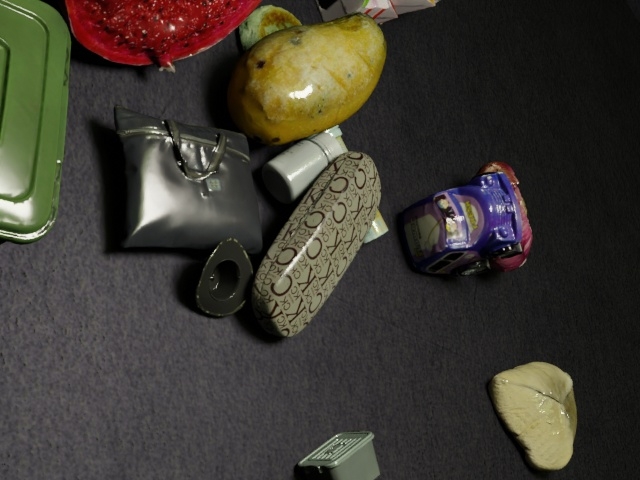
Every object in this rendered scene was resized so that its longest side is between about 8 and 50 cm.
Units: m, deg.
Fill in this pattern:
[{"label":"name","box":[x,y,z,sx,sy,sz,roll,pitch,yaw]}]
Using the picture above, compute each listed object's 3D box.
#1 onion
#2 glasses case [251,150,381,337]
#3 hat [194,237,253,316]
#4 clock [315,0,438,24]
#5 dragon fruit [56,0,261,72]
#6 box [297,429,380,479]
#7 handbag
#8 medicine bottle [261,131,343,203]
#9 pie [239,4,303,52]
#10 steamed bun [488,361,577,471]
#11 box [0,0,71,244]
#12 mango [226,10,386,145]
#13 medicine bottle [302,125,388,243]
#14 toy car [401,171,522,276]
[{"label":"onion","box":[0.346,-0.042,1.754,0.230,0.163,0.230,-13,90,-89]},{"label":"glasses case","box":[0.000,0.000,1.377,0.355,0.085,0.137,-57,144,-32]},{"label":"hat","box":[-0.152,0.052,1.264,0.121,0.050,0.121,-21,119,-43]},{"label":"clock","box":[0.123,-0.564,1.767,0.309,0.166,0.235,-13,81,-40]},{"label":"dragon fruit","box":[-0.239,-0.454,1.228,0.386,0.371,0.249,-16,60,-38]},{"label":"box","box":[0.033,0.347,1.298,0.122,0.084,0.069,-24,96,-47]},{"label":"handbag","box":[-0.196,-0.084,1.270,0.254,0.088,0.211,5,74,-45]},{"label":"medicine bottle","box":[-0.028,-0.125,1.436,0.130,0.080,0.080,-36,98,-28]},{"label":"pie","box":[-0.069,-0.345,1.555,0.186,0.041,0.187,22,56,-38]},{"label":"steamed bun","box":[0.457,0.348,1.701,0.231,0.110,0.213,-7,76,-44]},{"label":"box","box":[-0.444,-0.148,0.992,0.252,0.177,0.329,18,61,-37]},{"label":"mango","box":[-0.015,-0.275,1.449,0.329,0.175,0.177,-27,123,-36]},{"label":"medicine bottle","box":[0.046,-0.101,1.534,0.074,0.074,0.218,-32,97,-48]},{"label":"toy car","box":[0.263,-0.029,1.604,0.157,0.235,0.172,-5,74,-33]}]
